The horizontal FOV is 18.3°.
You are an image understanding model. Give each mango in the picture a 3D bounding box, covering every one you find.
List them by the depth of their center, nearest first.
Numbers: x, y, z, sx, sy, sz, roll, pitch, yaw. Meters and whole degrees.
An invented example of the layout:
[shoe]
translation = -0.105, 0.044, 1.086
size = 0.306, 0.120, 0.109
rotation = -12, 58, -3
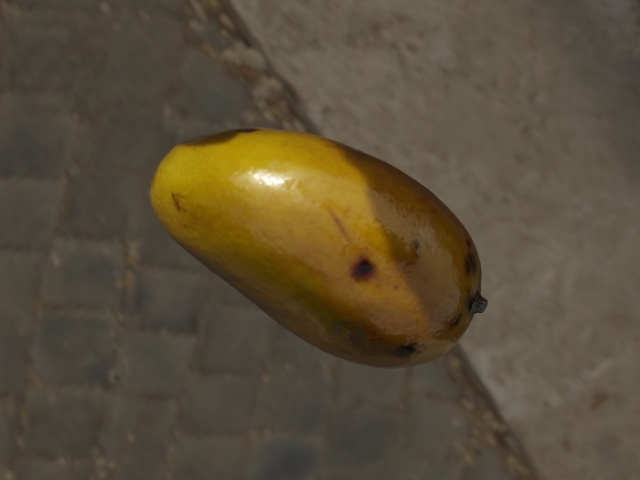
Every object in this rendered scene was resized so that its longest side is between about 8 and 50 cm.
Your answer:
[mango]
translation = 0.003, 0.000, 1.002
size = 0.178, 0.115, 0.090
rotation = 36, 56, -17
